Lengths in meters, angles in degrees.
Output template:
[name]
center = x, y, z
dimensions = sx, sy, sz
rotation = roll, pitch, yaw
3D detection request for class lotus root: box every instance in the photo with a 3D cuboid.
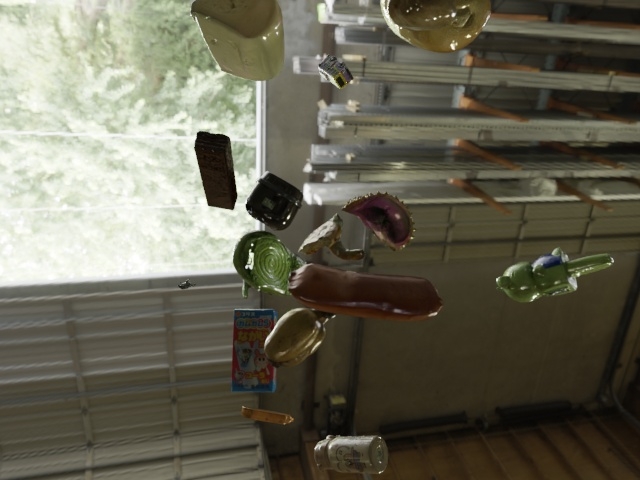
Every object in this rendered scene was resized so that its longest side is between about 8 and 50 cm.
[lotus root]
center = -0.055, 0.245, 1.354
dimensions = 0.118, 0.221, 0.125
rotation = 45, -178, 37

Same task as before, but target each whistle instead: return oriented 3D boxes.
[whistle]
center = 0.465, 0.068, 1.033
dimensions = 0.227, 0.085, 0.105
rotation = -24, 148, 34

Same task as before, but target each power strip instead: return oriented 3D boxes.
[power strip]
center = -0.147, 0.500, 1.455
dimensions = 0.178, 0.028, 0.049
rotation = 23, 161, -35

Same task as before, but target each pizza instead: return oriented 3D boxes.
[pizza]
center = 0.000, 0.000, 1.696
dimensions = 0.161, 0.062, 0.182
rotation = -29, -166, 3

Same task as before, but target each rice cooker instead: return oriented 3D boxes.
[rice cooker]
center = -0.218, -0.176, 2.373
dimensions = 0.267, 0.224, 0.267
rotation = 32, 176, 2

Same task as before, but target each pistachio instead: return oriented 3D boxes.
[pistachio]
center = 0.247, -0.555, 1.219
dimensions = 0.185, 0.126, 0.108
rotation = 0, -125, -21

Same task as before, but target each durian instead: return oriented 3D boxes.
[durian]
center = 0.232, -0.089, 1.846
dimensions = 0.186, 0.260, 0.154
rotation = -28, -159, 25

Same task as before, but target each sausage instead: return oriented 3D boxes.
[sausage]
center = 0.085, 0.105, 0.973
dimensions = 0.300, 0.083, 0.089
rotation = 7, -126, -7

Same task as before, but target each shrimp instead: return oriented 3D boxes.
[shrimp]
center = 0.090, -0.003, 1.804
dimensions = 0.166, 0.161, 0.049
rotation = 21, -153, 29

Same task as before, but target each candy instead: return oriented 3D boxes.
[candy]
center = -0.246, 0.411, 1.924
dimensions = 0.157, 0.306, 0.100
rotation = 0, 167, 3

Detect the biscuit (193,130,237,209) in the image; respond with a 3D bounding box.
[biscuit]
center = -0.356, -0.231, 1.764
dimensions = 0.107, 0.388, 0.073
rotation = 10, -117, 0

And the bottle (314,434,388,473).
[bottle]
center = 0.080, 0.597, 1.445
dimensions = 0.209, 0.097, 0.110
rotation = -15, -146, 34

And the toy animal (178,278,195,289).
[toy animal]
center = -0.437, 0.143, 1.689
dimensions = 0.050, 0.028, 0.084
rotation = -16, -178, 5

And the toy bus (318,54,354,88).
[toy bus]
center = 0.039, -0.459, 1.394
dimensions = 0.058, 0.052, 0.102
rotation = -42, -131, 2

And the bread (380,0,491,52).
[bread]
center = 0.442, -0.894, 1.996
dimensions = 0.348, 0.253, 0.376
rotation = -21, -137, -20

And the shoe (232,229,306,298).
[shoe]
center = -0.133, 0.072, 1.241
dimensions = 0.128, 0.140, 0.262
rotation = -9, 157, 31

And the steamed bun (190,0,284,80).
[steamed bun]
center = -0.174, -0.489, 1.194
dimensions = 0.200, 0.170, 0.225
rotation = 20, 163, 5
